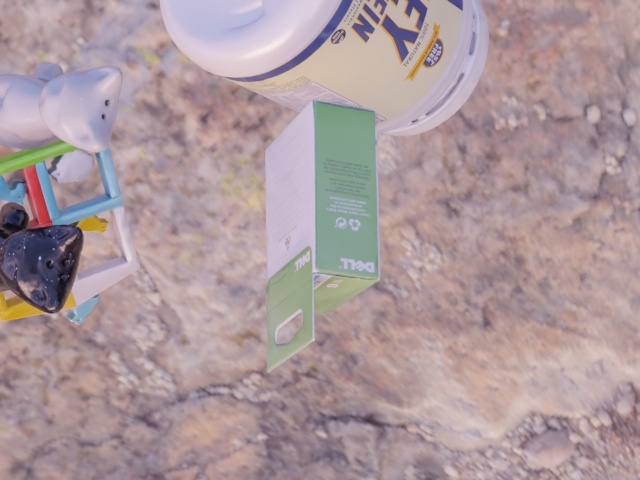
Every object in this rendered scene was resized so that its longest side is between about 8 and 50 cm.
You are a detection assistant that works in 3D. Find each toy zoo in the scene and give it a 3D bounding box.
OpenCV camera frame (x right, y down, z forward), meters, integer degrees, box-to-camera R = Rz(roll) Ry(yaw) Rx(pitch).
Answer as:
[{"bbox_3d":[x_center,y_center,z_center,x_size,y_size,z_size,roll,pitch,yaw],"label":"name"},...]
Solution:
[{"bbox_3d":[-0.335,-0.026,1.517,0.192,0.293,0.030,-21,26,-24],"label":"toy zoo"}]

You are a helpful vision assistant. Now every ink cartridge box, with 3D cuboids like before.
[{"bbox_3d":[0.000,0.000,1.037,0.062,0.109,0.209,8,68,-23],"label":"ink cartridge box"}]

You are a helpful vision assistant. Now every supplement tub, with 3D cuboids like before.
[{"bbox_3d":[0.015,-0.247,1.303,0.235,0.325,0.235,-9,74,34],"label":"supplement tub"}]

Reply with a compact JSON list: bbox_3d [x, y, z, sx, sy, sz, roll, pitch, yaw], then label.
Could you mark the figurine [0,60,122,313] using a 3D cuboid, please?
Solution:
[{"bbox_3d":[-0.238,-0.052,1.032,0.209,0.092,0.215,11,86,55],"label":"figurine"}]
